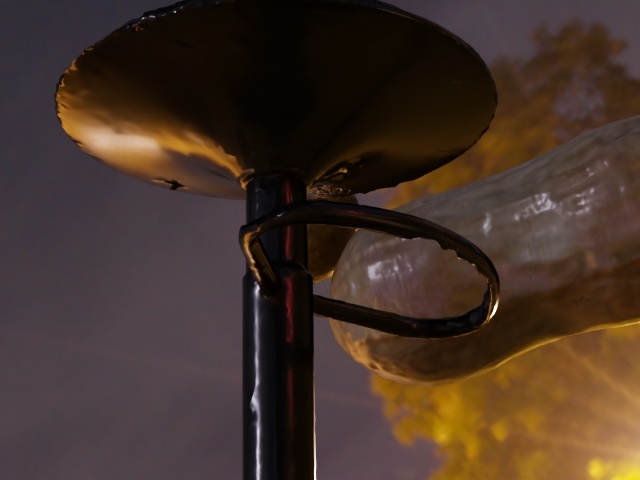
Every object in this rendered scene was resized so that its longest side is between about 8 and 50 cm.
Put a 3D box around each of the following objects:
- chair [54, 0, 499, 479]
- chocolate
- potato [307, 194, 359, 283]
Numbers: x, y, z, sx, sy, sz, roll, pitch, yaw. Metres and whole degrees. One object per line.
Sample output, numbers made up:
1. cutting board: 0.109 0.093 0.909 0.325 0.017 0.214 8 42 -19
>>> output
1. chair: -0.021 0.111 0.780 0.226 0.401 0.226 0 -23 0
2. chocolate: 0.146 0.007 1.078 0.309 0.134 0.134 -20 -24 15
3. potato: 0.000 0.000 1.190 0.092 0.045 0.046 113 179 -46
